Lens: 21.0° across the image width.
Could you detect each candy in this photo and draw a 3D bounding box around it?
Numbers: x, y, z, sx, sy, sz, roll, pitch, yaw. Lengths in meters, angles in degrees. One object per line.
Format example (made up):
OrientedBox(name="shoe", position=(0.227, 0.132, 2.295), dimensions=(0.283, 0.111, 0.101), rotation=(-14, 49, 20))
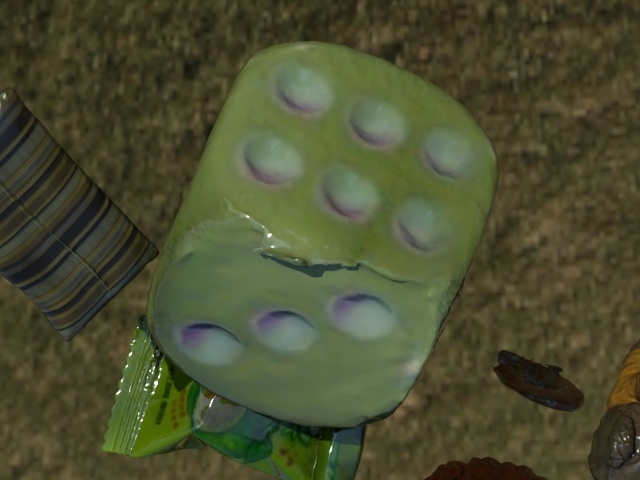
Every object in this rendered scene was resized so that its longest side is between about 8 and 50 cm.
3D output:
OrientedBox(name="candy", position=(-0.076, 0.158, 1.661), dimensions=(0.246, 0.149, 0.069), rotation=(12, 171, 1))

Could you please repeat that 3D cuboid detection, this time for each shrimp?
OrientedBox(name="shrimp", position=(0.239, 0.167, 2.014), dimensions=(0.095, 0.162, 0.045), rotation=(-8, 112, -30))

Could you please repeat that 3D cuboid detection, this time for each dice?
OrientedBox(name="dice", position=(0.000, 0.000, 1.529), dimensions=(0.252, 0.254, 0.250), rotation=(22, 141, -3))

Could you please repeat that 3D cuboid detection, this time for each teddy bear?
OrientedBox(name="teddy bear", position=(0.328, 0.171, 1.656), dimensions=(0.140, 0.190, 0.177), rotation=(15, 144, 35))

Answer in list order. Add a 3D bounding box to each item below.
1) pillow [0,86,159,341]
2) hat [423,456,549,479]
OrientedBox(name="pillow", position=(-0.226, -0.018, 1.390), dimensions=(0.113, 0.038, 0.203), rotation=(-45, 123, -6))
OrientedBox(name="hat", position=(0.179, 0.474, 2.027), dimensions=(0.285, 0.400, 0.285), rotation=(14, 135, 15))
